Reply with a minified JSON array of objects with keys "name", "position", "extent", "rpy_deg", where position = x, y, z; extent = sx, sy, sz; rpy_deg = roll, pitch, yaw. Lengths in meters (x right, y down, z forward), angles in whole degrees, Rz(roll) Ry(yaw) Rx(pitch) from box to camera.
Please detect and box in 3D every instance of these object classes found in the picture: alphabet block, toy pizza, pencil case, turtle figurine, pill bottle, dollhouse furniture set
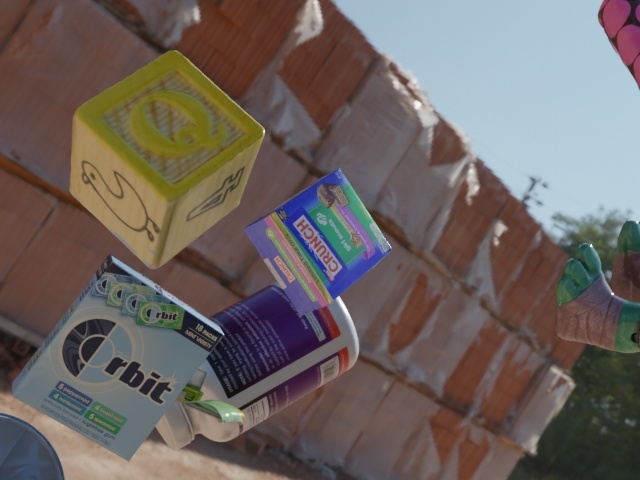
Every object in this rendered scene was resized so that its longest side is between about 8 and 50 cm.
[{"name":"alphabet block","position":[-0.222,-0.112,1.261],"extent":[0.192,0.193,0.197],"rpy_deg":[41,-32,9]},{"name":"toy pizza","position":[-0.407,0.305,1.056],"extent":[0.201,0.201,0.032],"rpy_deg":[35,-26,-16]},{"name":"pencil case","position":[0.421,-0.229,1.085],"extent":[0.095,0.098,0.209],"rpy_deg":[47,23,-51]},{"name":"turtle figurine","position":[0.250,0.054,0.452],"extent":[0.234,0.118,0.175],"rpy_deg":[19,8,36]},{"name":"pill bottle","position":[-0.113,0.188,1.376],"extent":[0.181,0.323,0.181],"rpy_deg":[47,-28,34]},{"name":"dollhouse furniture set","position":[-0.165,0.192,1.178],"extent":[0.152,0.058,0.076],"rpy_deg":[17,-7,22]}]

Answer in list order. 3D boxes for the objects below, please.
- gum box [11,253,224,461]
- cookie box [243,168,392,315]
[{"name":"gum box","position":[-0.227,0.134,1.005],"extent":[0.157,0.184,0.041],"rpy_deg":[37,0,-22]},{"name":"cookie box","position":[0.000,0.000,0.774],"extent":[0.040,0.107,0.091],"rpy_deg":[-29,-84,44]}]
